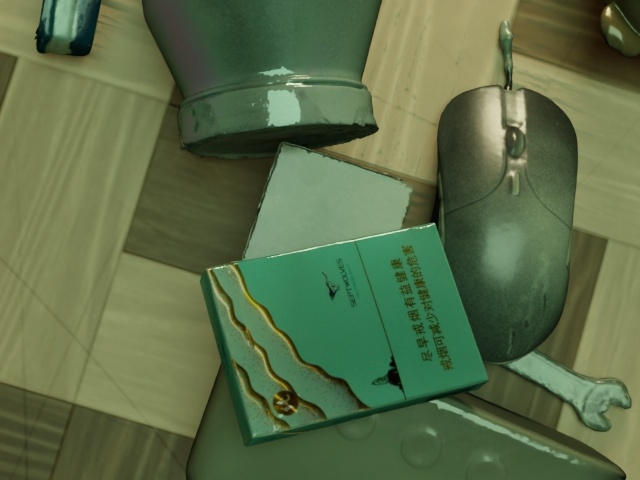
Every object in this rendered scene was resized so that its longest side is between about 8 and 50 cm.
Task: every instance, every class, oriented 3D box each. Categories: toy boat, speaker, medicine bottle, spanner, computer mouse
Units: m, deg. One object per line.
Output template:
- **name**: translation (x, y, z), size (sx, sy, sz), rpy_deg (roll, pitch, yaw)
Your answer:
- **toy boat**: translation (-0.243, -0.338, 1.294), size (0.061, 0.096, 0.299), rpy_deg (10, 82, -12)
- **speaker**: translation (0.074, 0.223, 1.230), size (0.406, 0.183, 0.184), rpy_deg (24, 89, -3)
- **medicine bottle**: translation (-0.053, -0.237, 1.225), size (0.245, 0.245, 0.290), rpy_deg (-7, 86, -5)
- **spanner**: translation (0.194, 0.117, 1.326), size (0.302, 0.017, 0.071), rpy_deg (30, 84, -1)
- **computer mouse**: translation (0.193, -0.060, 1.302), size (0.167, 0.090, 0.379), rpy_deg (4, 79, -7)

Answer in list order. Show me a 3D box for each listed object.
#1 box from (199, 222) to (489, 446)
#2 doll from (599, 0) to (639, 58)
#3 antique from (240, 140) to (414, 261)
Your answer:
- **box**: translation (0.021, 0.081, 1.122), size (0.229, 0.041, 0.162), rpy_deg (-12, 71, -18)
- **doll**: translation (0.386, -0.349, 1.304), size (0.235, 0.174, 0.330), rpy_deg (-5, 84, -11)
- **antique**: translation (0.000, 0.000, 1.254), size (0.146, 0.148, 0.152), rpy_deg (19, 85, -4)
